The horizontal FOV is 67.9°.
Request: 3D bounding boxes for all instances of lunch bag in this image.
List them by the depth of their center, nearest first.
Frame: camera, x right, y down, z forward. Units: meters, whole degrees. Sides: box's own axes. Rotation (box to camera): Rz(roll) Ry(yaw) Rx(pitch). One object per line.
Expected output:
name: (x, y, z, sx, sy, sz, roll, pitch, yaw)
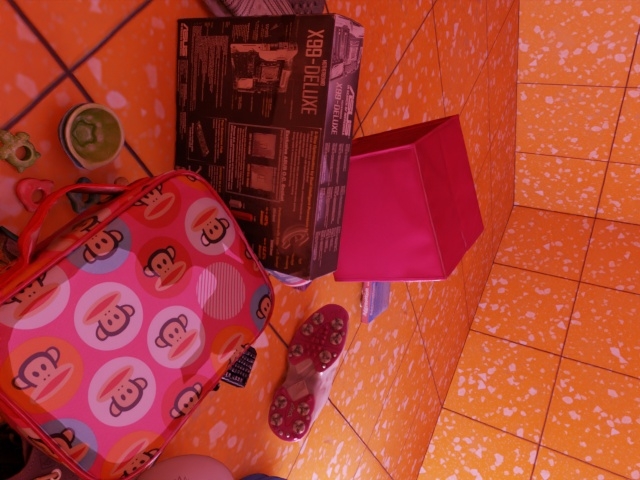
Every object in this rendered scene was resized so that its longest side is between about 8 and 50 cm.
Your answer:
lunch bag: (-0.203, 0.063, 0.498, 0.293, 0.120, 0.258, -47, 120, -36)

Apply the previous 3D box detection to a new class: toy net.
toy net: (-0.259, -0.036, 0.550, 0.122, 0.045, 0.232, -49, 141, -40)

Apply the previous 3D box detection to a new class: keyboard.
keyboard: (-0.172, 0.218, 0.831, 0.108, 0.023, 0.180, -65, 148, -19)

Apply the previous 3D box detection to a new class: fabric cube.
fabric cube: (0.156, -0.085, 0.981, 0.259, 0.254, 0.257, -36, 114, -48)

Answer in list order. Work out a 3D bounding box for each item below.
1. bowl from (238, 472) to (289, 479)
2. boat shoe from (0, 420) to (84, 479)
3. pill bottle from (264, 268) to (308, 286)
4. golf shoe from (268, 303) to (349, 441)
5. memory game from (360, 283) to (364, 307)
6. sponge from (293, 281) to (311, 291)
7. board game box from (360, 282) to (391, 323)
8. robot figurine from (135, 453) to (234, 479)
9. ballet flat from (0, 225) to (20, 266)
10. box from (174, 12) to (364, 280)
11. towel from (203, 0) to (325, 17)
bowl: (-0.175, 0.670, 0.961, 0.391, 0.077, 0.390, -32, 128, -52)
boat shoe: (-0.319, 0.239, 0.493, 0.325, 0.117, 0.096, -6, 110, -53)
pill bottle: (-0.073, 0.001, 0.826, 0.107, 0.108, 0.180, -67, 149, -17)
golf shoe: (-0.017, 0.288, 1.064, 0.306, 0.115, 0.140, -65, 160, -8)
memory game: (0.160, 0.140, 1.389, 0.186, 0.012, 0.186, -30, 127, -52)
sponge: (0.000, 0.000, 1.030, 0.210, 0.031, 0.117, -50, 141, -40)
board game box: (0.164, 0.079, 1.329, 0.145, 0.027, 0.280, -21, 119, -57)
robot figurine: (-0.192, 0.455, 0.673, 0.209, 0.174, 0.277, 35, 35, -55)
ballet flat: (-0.323, -0.007, 0.458, 0.041, 0.041, 0.114, -58, 145, -29)
box: (-0.081, -0.125, 0.621, 0.077, 0.243, 0.307, -16, 115, -57)
towel: (-0.082, -0.441, 0.698, 0.324, 0.056, 0.311, 39, 65, -56)
